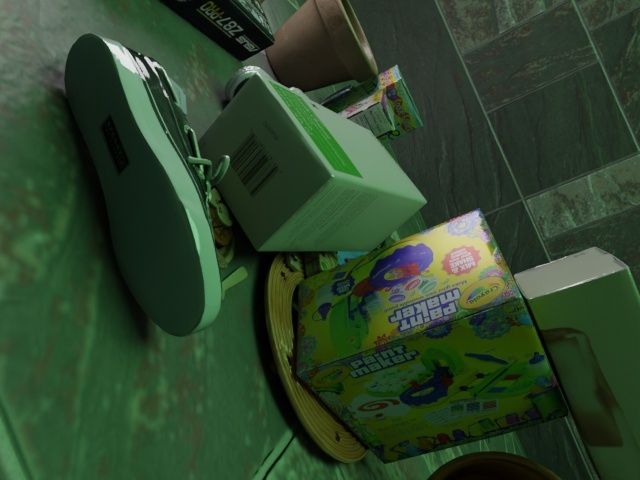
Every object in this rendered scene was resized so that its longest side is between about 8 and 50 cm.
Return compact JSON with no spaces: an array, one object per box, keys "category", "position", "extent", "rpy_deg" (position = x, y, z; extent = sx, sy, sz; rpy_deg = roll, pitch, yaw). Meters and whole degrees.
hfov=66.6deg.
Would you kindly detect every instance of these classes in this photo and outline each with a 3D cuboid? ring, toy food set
[{"category":"ring","position":[0.000,0.172,0.766],"extent":[0.336,0.032,0.336],"rpy_deg":[55,20,-32]},{"category":"toy food set","position":[-0.139,-0.027,0.603],"extent":[0.192,0.038,0.132],"rpy_deg":[64,18,-6]}]

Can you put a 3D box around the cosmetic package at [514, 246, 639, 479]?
[{"category":"cosmetic package","position":[0.396,0.176,0.685],"extent":[0.296,0.129,0.153],"rpy_deg":[67,18,-2]}]

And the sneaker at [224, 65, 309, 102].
[{"category":"sneaker","position":[-0.060,-0.217,0.922],"extent":[0.153,0.101,0.268],"rpy_deg":[55,20,19]}]

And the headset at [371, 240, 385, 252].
[{"category":"headset","position":[0.088,-0.109,1.267],"extent":[0.243,0.185,0.394],"rpy_deg":[64,33,-21]}]

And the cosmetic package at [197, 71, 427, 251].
[{"category":"cosmetic package","position":[0.006,-0.098,0.779],"extent":[0.197,0.155,0.365],"rpy_deg":[55,24,18]}]

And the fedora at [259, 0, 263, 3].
[{"category":"fedora","position":[-0.174,-0.625,1.184],"extent":[0.194,0.079,0.194],"rpy_deg":[55,20,-32]}]

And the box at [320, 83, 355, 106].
[{"category":"box","position":[0.101,-0.404,1.645],"extent":[0.207,0.108,0.153],"rpy_deg":[61,19,-16]}]

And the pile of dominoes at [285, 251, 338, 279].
[{"category":"pile of dominoes","position":[0.000,0.000,0.868],"extent":[0.196,0.040,0.251],"rpy_deg":[45,26,-43]}]

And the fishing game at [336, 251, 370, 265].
[{"category":"fishing game","position":[0.107,0.072,1.027],"extent":[0.264,0.041,0.189],"rpy_deg":[9,43,-49]}]

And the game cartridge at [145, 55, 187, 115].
[{"category":"game cartridge","position":[-0.212,-0.203,0.653],"extent":[0.083,0.017,0.056],"rpy_deg":[40,28,-54]}]

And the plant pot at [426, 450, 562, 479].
[{"category":"plant pot","position":[0.284,0.504,0.814],"extent":[0.203,0.291,0.290],"rpy_deg":[69,5,-68]}]

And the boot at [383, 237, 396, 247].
[{"category":"boot","position":[0.174,0.024,1.396],"extent":[0.161,0.083,0.246],"rpy_deg":[53,16,-18]}]

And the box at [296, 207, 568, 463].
[{"category":"box","position":[0.158,0.154,0.714],"extent":[0.279,0.290,0.177],"rpy_deg":[55,21,-35]}]

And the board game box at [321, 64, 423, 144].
[{"category":"board game box","position":[0.115,-0.330,1.317],"extent":[0.142,0.275,0.144],"rpy_deg":[57,20,-27]}]

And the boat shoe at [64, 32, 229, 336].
[{"category":"boat shoe","position":[-0.153,-0.058,0.484],"extent":[0.105,0.113,0.306],"rpy_deg":[-6,63,-56]}]

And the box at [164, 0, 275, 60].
[{"category":"box","position":[-0.244,-0.538,0.851],"extent":[0.395,0.097,0.318],"rpy_deg":[2,67,-70]}]

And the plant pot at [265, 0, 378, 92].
[{"category":"plant pot","position":[-0.008,-0.490,1.241],"extent":[0.263,0.229,0.263],"rpy_deg":[55,20,-32]}]

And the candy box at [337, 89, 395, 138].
[{"category":"candy box","position":[0.044,-0.236,1.068],"extent":[0.071,0.233,0.159],"rpy_deg":[61,18,-18]}]

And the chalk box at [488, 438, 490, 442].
[{"category":"chalk box","position":[0.392,0.381,1.180],"extent":[0.213,0.132,0.132],"rpy_deg":[68,22,-11]}]
